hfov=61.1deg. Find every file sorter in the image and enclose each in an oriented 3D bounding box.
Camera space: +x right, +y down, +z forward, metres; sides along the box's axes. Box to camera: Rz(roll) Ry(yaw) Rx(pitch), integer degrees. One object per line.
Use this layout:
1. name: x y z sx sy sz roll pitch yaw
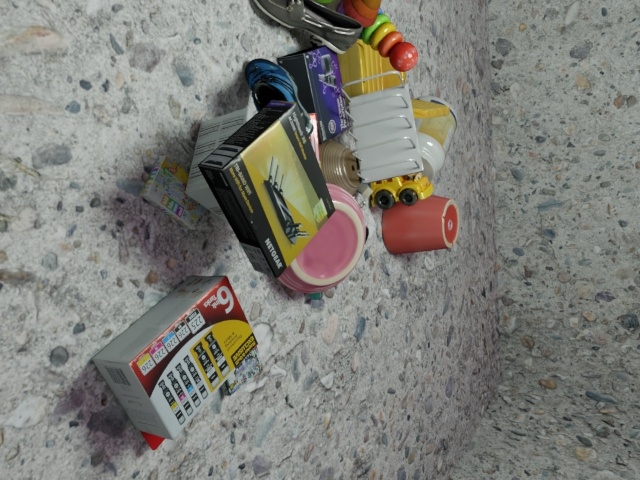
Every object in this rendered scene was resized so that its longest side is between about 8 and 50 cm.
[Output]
1. file sorter: 0.180 -0.332 1.619 0.173 0.193 0.277 5 75 -73

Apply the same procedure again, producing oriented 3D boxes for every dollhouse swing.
1. dollhouse swing: 0.253 -0.569 1.845 0.347 0.305 0.315 -23 112 -53

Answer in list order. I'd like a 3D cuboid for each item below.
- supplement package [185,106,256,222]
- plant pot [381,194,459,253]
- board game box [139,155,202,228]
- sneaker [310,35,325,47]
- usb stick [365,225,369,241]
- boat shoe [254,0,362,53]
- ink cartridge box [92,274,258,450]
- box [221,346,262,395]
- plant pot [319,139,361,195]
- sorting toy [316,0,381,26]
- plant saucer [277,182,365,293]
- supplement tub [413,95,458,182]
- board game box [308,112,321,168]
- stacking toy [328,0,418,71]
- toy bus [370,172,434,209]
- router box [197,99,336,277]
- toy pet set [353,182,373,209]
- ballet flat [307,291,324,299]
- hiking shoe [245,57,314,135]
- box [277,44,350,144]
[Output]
1. supplement package: -0.190 -0.167 1.302 0.194 0.149 0.203 42 47 -50
2. plant pot: 0.413 -0.070 2.188 0.275 0.243 0.275 -9 101 -57
3. board game box: -0.329 -0.107 1.237 0.154 0.026 0.103 44 57 -50
4. sneaker: -0.001 -0.593 1.700 0.044 0.040 0.109 -51 130 -22
5. usb stick: 0.089 -0.050 1.872 0.278 0.045 0.077 27 77 -55
6. boat shoe: -0.026 -0.636 1.512 0.335 0.095 0.112 14 54 -37
7. ink cartridge box: -0.292 0.272 1.211 0.309 0.130 0.272 -47 124 -45
8. box: -0.215 0.337 1.449 0.137 0.027 0.094 -32 118 -51
9. plant pot: 0.059 -0.215 1.713 0.237 0.110 0.237 21 64 -54
10. sorting toy: 0.042 -0.746 1.527 0.365 0.126 0.127 20 67 -25
11. plant saucer: 0.000 0.000 1.568 0.332 0.084 0.332 -8 108 -28
12. supplement tub: 0.399 -0.392 2.151 0.228 0.228 0.316 57 47 -42
13. board game box: -0.078 -0.256 1.537 0.147 0.045 0.193 -12 104 -24
14. stacking toy: 0.175 -0.655 1.706 0.330 0.141 0.141 50 33 13
15. toy bus: 0.287 -0.238 2.013 0.149 0.220 0.211 -37 117 -53
16. router box: -0.101 -0.110 1.194 0.243 0.081 0.309 -50 137 -29
17. toy pet set: 0.121 -0.162 1.919 0.114 0.065 0.122 -49 140 6
18. ballet flat: -0.027 0.081 1.688 0.079 0.077 0.221 -68 150 -57
19. hiking shoe: -0.118 -0.370 1.340 0.132 0.113 0.304 33 21 -56
20. box: -0.014 -0.438 1.631 0.184 0.103 0.261 -39 124 -46
